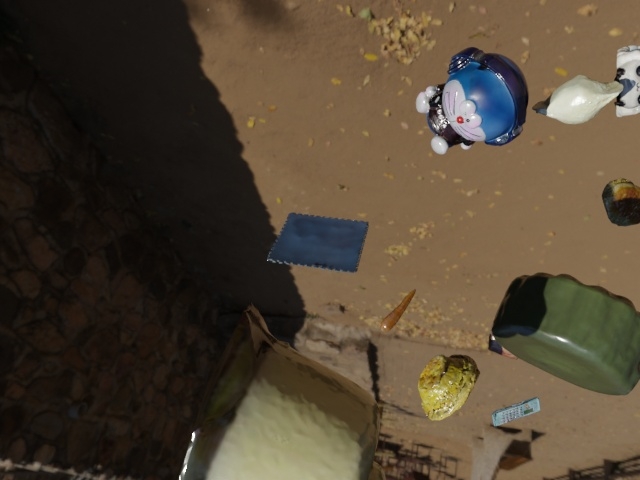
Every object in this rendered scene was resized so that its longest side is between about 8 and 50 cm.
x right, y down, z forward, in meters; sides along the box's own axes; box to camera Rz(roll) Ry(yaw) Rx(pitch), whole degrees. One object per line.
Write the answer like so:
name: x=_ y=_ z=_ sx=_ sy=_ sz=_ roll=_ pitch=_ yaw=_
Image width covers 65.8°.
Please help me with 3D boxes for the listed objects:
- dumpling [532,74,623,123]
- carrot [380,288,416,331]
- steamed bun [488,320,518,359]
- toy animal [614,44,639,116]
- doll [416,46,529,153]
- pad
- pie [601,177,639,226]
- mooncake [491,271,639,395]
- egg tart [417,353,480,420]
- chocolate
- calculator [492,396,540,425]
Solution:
dumpling: x=0.753 y=-0.417 z=1.443 sx=0.126 sy=0.166 sz=0.216 roll=47 pitch=135 yaw=-5
carrot: x=0.316 y=0.277 z=1.977 sx=0.048 sy=0.216 sz=0.048 roll=41 pitch=170 yaw=9
steamed bun: x=0.733 y=0.366 z=1.923 sx=0.144 sy=0.175 sz=0.106 roll=16 pitch=-172 yaw=9
toy animal: x=1.014 y=-0.507 z=1.559 sx=0.155 sy=0.204 sz=0.208 roll=-1 pitch=115 yaw=30
doll: x=0.436 y=-0.387 z=1.397 sx=0.284 sy=0.240 sz=0.310 roll=55 pitch=165 yaw=-7
pad: x=0.000 y=0.000 z=1.487 sx=0.269 sy=0.269 sz=0.012 roll=9 pitch=126 yaw=11
pie: x=1.096 y=-0.132 z=1.782 sx=0.193 sy=0.163 sz=0.079 roll=22 pitch=-176 yaw=-16
mooncake: x=0.629 y=0.228 z=1.258 sx=0.356 sy=0.194 sz=0.356 roll=30 pitch=166 yaw=8
egg tart: x=0.448 y=0.516 z=1.815 sx=0.123 sy=0.294 sz=0.294 roll=39 pitch=149 yaw=-2
chocolate: x=-0.042 y=0.319 z=0.751 sx=0.296 sy=0.326 sz=0.314 roll=17 pitch=133 yaw=-4
calculator: x=0.652 y=0.568 z=1.645 sx=0.171 sy=0.057 sz=0.018 roll=-15 pitch=-165 yaw=-9
